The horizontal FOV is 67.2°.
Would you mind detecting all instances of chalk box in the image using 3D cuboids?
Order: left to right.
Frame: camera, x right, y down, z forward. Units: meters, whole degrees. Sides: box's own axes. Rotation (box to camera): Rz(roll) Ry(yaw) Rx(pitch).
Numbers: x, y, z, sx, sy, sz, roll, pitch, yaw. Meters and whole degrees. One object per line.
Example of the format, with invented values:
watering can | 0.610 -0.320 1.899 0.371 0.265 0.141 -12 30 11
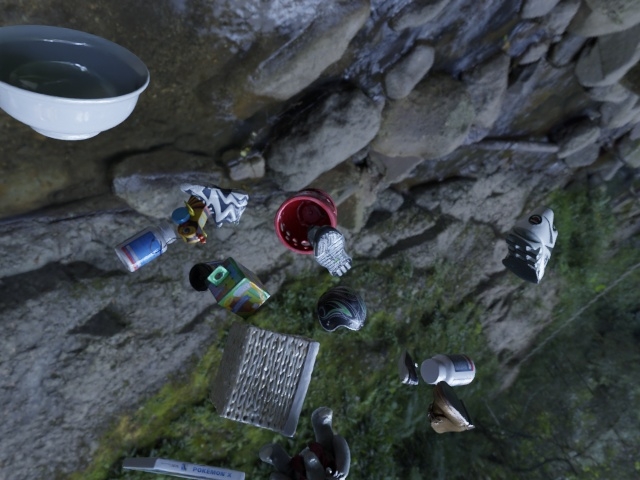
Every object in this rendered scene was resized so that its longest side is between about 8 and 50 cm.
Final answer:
chalk box | -0.303 0.159 1.691 0.132 0.132 0.213 -45 140 2

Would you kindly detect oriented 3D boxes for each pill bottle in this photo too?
pill bottle | -0.705 0.018 1.958 0.221 0.124 0.124 -36 165 -26
pill bottle | -0.446 0.147 2.042 0.123 0.122 0.219 -37 169 19
pill bottle | 0.432 0.442 1.648 0.180 0.108 0.108 9 140 -37

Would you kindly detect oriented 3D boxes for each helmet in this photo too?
helmet | 0.085 0.251 1.765 0.162 0.169 0.169 -20 167 28

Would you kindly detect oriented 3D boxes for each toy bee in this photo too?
toy bee | -0.488 -0.049 1.848 0.298 0.162 0.195 -69 160 -9

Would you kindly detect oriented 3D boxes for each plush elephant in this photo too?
plush elephant | -0.011 0.719 1.460 0.272 0.330 0.255 -23 171 -14

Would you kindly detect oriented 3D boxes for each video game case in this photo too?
video game case | -0.456 0.754 1.585 0.300 0.036 0.329 25 147 -28

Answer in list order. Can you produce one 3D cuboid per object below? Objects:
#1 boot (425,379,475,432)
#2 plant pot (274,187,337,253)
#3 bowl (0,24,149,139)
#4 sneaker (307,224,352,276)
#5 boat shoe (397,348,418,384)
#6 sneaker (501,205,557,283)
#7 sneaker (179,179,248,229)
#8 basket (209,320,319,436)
boot | 0.346 0.481 1.343 0.115 0.112 0.305 -24 140 11
plant pot | -0.040 -0.070 1.550 0.191 0.191 0.174 -35 -170 15
bowl | -0.494 -0.289 0.935 0.298 0.298 0.134 -14 140 -38
sneaker | 0.000 0.000 1.194 0.086 0.132 0.228 -36 151 -6
boat shoe | 0.352 0.508 1.924 0.206 0.065 0.075 -73 -176 -72
sneaker | 0.604 0.016 1.358 0.146 0.122 0.330 -50 154 -9
sneaker | -0.378 -0.117 1.668 0.235 0.094 0.153 10 106 -15
basket | -0.209 0.474 1.707 0.266 0.331 0.328 19 168 -17
